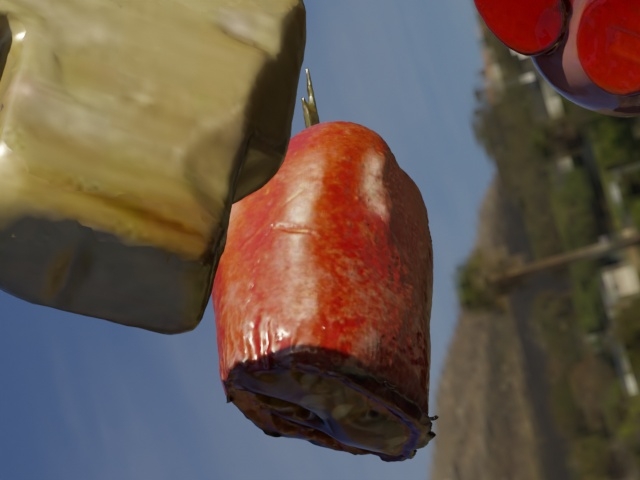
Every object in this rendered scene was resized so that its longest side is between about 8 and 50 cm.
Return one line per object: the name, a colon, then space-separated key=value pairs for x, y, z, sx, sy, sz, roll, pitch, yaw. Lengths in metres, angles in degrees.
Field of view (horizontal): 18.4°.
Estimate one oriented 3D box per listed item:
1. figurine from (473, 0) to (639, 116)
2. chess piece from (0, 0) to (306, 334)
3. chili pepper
figurine: x=0.093 y=-0.073 z=0.618 sx=0.083 sy=0.067 sz=0.071 roll=39 pitch=-139 yaw=22
chess piece: x=-0.150 y=-0.065 z=0.524 sx=0.137 sy=0.301 sz=0.137 roll=-166 pitch=90 yaw=-79
chili pepper: x=0.000 y=0.000 z=0.741 sx=0.086 sy=0.084 sz=0.192 roll=85 pitch=-179 yaw=-45
